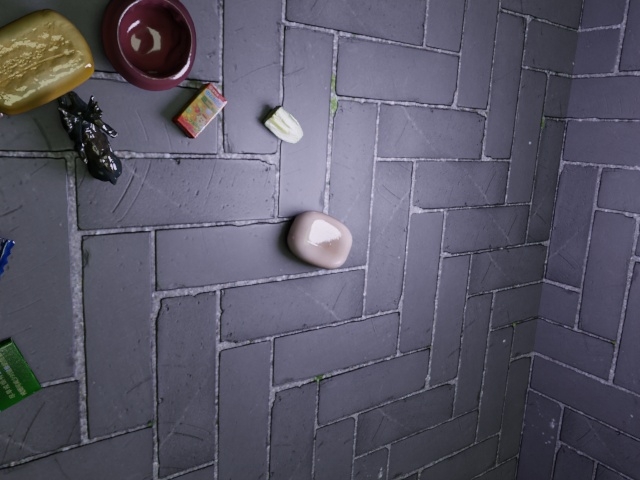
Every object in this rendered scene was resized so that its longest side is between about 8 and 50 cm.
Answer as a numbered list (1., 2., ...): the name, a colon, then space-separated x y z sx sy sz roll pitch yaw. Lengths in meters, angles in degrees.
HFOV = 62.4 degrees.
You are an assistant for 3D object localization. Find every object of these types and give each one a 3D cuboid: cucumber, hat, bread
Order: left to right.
1. bread: -0.537 -0.325 0.978 0.217 0.098 0.147 -37 103 -24
2. hat: -0.356 -0.418 1.098 0.205 0.089 0.206 -12 113 -31
3. cucumber: -0.093 -0.293 1.353 0.067 0.035 0.107 -47 127 4

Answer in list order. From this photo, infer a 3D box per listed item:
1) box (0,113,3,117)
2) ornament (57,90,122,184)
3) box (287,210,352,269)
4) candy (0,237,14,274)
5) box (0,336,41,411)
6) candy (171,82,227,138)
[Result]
1. box: -0.651 -0.237 0.966 0.115 0.025 0.048 -20 111 -30
2. ornament: -0.431 -0.183 1.008 0.080 0.236 0.202 -30 117 -20
3. box: 0.000 0.000 1.459 0.200 0.088 0.146 26 84 -36
4. candy: -0.751 0.046 0.933 0.331 0.077 0.187 18 88 -36
5. box: -0.707 0.308 1.055 0.235 0.034 0.132 -30 118 -27
6. candy: -0.278 -0.298 1.215 0.122 0.038 0.062 -52 125 -14
